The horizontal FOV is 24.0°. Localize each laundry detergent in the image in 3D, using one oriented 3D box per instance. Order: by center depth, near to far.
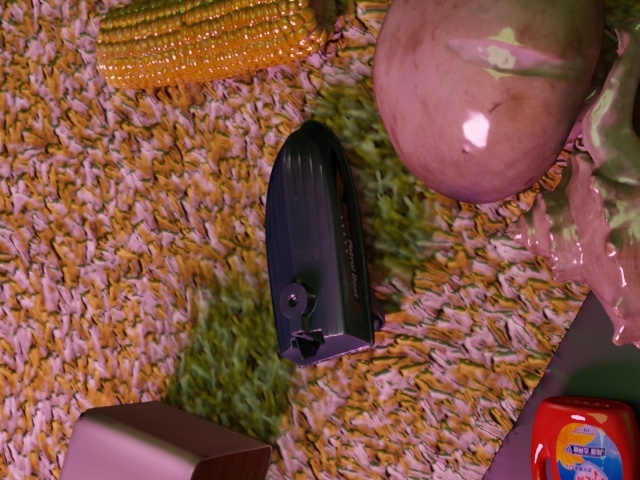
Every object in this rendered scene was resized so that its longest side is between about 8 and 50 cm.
[{"bbox_3d":[0.225,0.218,1.284,0.097,0.049,0.165,3,96,33],"label":"laundry detergent"}]

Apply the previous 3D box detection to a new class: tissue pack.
[{"bbox_3d":[-0.168,0.290,1.419,0.136,0.159,0.246,19,96,24],"label":"tissue pack"}]

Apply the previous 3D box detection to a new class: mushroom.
[{"bbox_3d":[0.150,-0.158,1.276,0.184,0.255,0.255,21,98,-15],"label":"mushroom"}]

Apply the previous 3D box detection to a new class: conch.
[{"bbox_3d":[0.304,-0.055,1.212,0.324,0.186,0.263,-10,101,-20],"label":"conch"}]

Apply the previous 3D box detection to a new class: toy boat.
[{"bbox_3d":[0.000,0.000,1.401,0.093,0.103,0.246,-20,67,35],"label":"toy boat"}]

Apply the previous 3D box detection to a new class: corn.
[{"bbox_3d":[-0.103,-0.199,1.442,0.244,0.093,0.093,-10,84,24],"label":"corn"}]

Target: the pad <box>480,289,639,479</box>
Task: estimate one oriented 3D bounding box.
[{"bbox_3d":[0.250,0.257,1.305,0.247,0.007,0.367,32,106,21],"label":"pad"}]
